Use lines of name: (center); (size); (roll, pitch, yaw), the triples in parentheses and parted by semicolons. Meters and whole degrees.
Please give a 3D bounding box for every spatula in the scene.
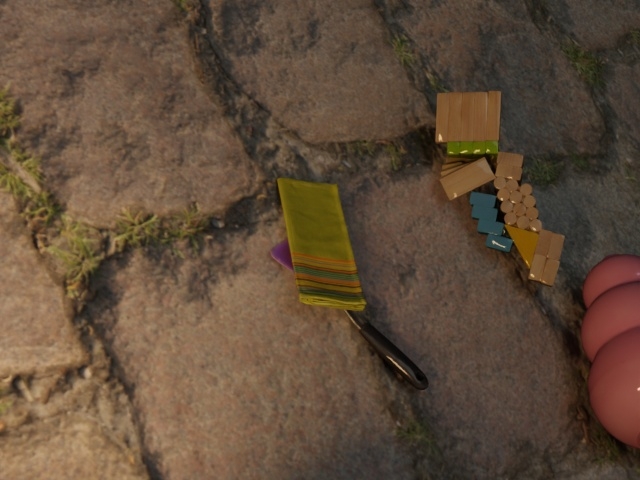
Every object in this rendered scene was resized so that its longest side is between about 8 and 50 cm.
spatula: (0.051, 0.103, 1.652); (0.296, 0.030, 0.084); (48, 44, 4)

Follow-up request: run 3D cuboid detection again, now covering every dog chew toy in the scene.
dog chew toy: (0.504, 0.160, 1.806); (0.207, 0.206, 0.331); (14, 45, -25)

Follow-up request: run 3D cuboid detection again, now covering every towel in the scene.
towel: (0.000, 0.000, 1.666); (0.102, 0.021, 0.237); (9, 46, -24)

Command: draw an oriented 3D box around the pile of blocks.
pile of blocks: (0.289, -0.080, 1.902); (0.112, 0.149, 0.362); (29, 38, -78)
